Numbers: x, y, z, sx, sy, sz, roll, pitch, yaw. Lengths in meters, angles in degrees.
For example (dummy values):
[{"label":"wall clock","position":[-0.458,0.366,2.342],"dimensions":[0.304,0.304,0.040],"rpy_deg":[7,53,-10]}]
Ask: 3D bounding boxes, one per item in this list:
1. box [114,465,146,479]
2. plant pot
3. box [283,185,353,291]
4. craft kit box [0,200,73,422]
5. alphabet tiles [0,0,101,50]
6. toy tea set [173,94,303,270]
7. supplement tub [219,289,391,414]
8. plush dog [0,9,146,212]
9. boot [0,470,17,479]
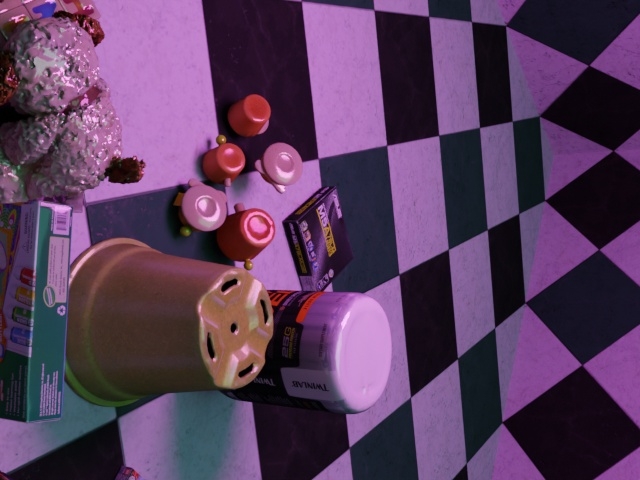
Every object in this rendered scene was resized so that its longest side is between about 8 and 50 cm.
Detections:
[{"label":"box","position":[-0.321,0.450,1.297],"dimensions":[0.094,0.027,0.137],"rpy_deg":[61,42,-40]},{"label":"plant pot","position":[-0.223,0.131,1.247],"dimensions":[0.276,0.254,0.276],"rpy_deg":[3,86,-59]},{"label":"box","position":[0.000,0.000,1.806],"dimensions":[0.184,0.045,0.190],"rpy_deg":[-42,124,-48]},{"label":"craft kit box","position":[-0.405,0.080,0.963],"dimensions":[0.061,0.247,0.250],"rpy_deg":[8,82,-55]},{"label":"alphabet tiles","position":[-0.445,-0.392,1.066],"dimensions":[0.342,0.011,0.285],"rpy_deg":[-47,115,-46]},{"label":"toy tea set","position":[-0.154,-0.113,1.534],"dimensions":[0.200,0.124,0.336],"rpy_deg":[32,61,-20]},{"label":"supplement tub","position":[-0.062,0.191,1.425],"dimensions":[0.207,0.338,0.207],"rpy_deg":[3,86,-58]},{"label":"plush dog","position":[-0.350,-0.183,1.067],"dimensions":[0.262,0.210,0.225],"rpy_deg":[-53,145,-43]},{"label":"boot","position":[-0.418,0.342,0.984],"dimensions":[0.082,0.219,0.106],"rpy_deg":[40,57,-13]}]
